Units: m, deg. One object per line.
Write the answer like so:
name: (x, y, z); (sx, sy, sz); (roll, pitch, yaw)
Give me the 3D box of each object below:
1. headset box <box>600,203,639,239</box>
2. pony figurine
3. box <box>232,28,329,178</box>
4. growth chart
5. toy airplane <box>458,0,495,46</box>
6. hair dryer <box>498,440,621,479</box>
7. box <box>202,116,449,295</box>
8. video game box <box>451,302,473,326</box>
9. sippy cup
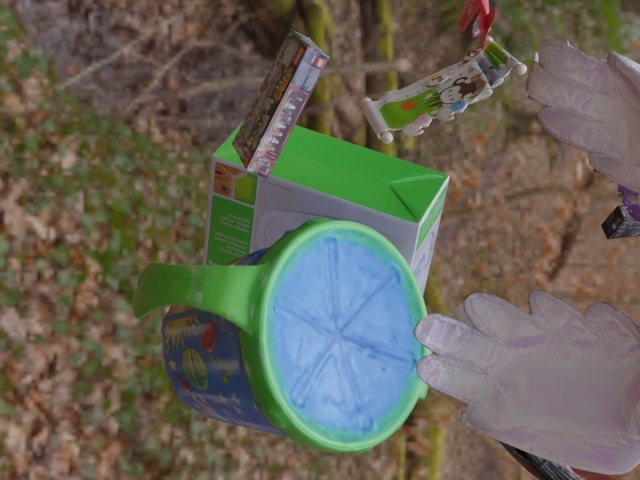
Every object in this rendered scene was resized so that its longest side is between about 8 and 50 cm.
headset box: (0.533, -0.034, 2.191); (0.062, 0.083, 0.032); (118, -41, -52)
pony figurine: (0.285, 0.036, 0.868); (0.363, 0.351, 0.302); (-30, 143, -47)
box: (-0.042, -0.139, 1.289); (0.137, 0.027, 0.094); (-62, -159, 12)
growth chart: (0.168, -0.207, 1.770); (0.021, 0.237, 0.172); (67, -8, -28)
toy airplane: (0.231, -0.342, 1.832); (0.151, 0.028, 0.151); (-169, -90, -82)
hair dryer: (0.277, 0.255, 1.410); (0.080, 0.223, 0.293); (-43, 158, -4)
box: (0.000, 0.000, 1.559); (0.126, 0.262, 0.231); (-54, 159, -51)
video game box: (0.293, 0.191, 1.921); (0.187, 0.048, 0.205); (53, 0, -19)
sippy cup: (-0.044, 0.105, 1.349); (0.240, 0.224, 0.305); (-44, 112, -37)
